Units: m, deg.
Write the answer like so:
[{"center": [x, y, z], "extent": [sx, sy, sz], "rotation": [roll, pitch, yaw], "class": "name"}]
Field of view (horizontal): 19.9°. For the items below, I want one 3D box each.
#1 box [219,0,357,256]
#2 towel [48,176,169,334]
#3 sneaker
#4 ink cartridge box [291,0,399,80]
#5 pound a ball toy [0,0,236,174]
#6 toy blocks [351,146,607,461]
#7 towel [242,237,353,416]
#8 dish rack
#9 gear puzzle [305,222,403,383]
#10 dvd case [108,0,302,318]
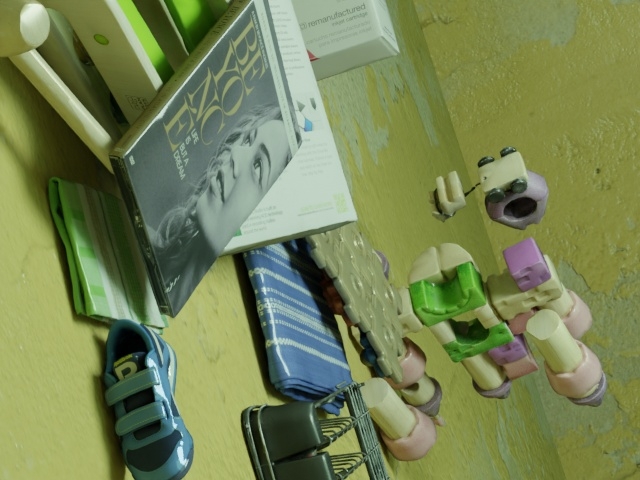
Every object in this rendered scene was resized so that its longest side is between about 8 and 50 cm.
[{"center": [-0.089, -0.150, 1.703], "extent": [0.232, 0.058, 0.322], "rotation": [-13, 87, -57], "class": "box"}, {"center": [-0.165, 0.015, 1.400], "extent": [0.152, 0.023, 0.113], "rotation": [25, 47, -71], "class": "towel"}, {"center": [-0.130, 0.118, 1.329], "extent": [0.059, 0.053, 0.144], "rotation": [61, 8, -47], "class": "sneaker"}, {"center": [-0.027, -0.307, 2.104], "extent": [0.100, 0.172, 0.237], "rotation": [28, 46, -73], "class": "ink cartridge box"}, {"center": [-0.174, -0.142, 1.384], "extent": [0.208, 0.136, 0.319], "rotation": [-65, 150, -26], "class": "pound a ball toy"}, {"center": [0.200, 0.113, 2.281], "extent": [0.260, 0.289, 0.309], "rotation": [51, 22, -46], "class": "toy blocks"}, {"center": [-0.049, 0.013, 1.911], "extent": [0.243, 0.040, 0.336], "rotation": [32, 40, -70], "class": "towel"}, {"center": [0.017, 0.240, 1.767], "extent": [0.271, 0.074, 0.208], "rotation": [-10, 84, -77], "class": "dish rack"}, {"center": [0.000, 0.000, 1.966], "extent": [0.339, 0.044, 0.175], "rotation": [59, 19, -30], "class": "gear puzzle"}, {"center": [-0.083, -0.072, 1.421], "extent": [0.221, 0.018, 0.164], "rotation": [-56, 146, -38], "class": "dvd case"}]
